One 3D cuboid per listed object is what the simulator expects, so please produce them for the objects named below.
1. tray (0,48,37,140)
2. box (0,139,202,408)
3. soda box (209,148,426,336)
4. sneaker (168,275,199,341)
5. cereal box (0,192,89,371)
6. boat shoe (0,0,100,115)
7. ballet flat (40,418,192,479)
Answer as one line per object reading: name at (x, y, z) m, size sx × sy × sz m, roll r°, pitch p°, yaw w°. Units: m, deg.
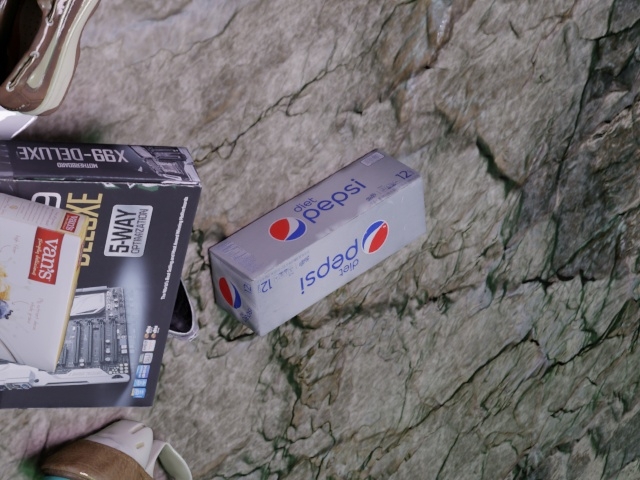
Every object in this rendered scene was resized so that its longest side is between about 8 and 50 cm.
tray at (-0.382, -0.173, 1.730) m, size 0.145 × 0.030 × 0.270 m, roll -43°, pitch 141°, yaw -18°
box at (-0.274, 0.040, 1.865) m, size 0.243 × 0.076 × 0.307 m, roll 2°, pitch 126°, yaw -21°
soda box at (0.000, 0.000, 2.225) m, size 0.286 × 0.091 × 0.098 m, roll -32°, pitch 136°, yaw -28°
sneaker at (-0.207, 0.013, 1.987) m, size 0.105 × 0.115 × 0.281 m, roll -48°, pitch 142°, yaw -10°
cereal box at (-0.358, 0.024, 1.742) m, size 0.047 × 0.240 × 0.173 m, roll -77°, pitch -178°, yaw -57°
boat shoe at (-0.268, -0.247, 1.723) m, size 0.095 × 0.095 × 0.257 m, roll 6°, pitch 100°, yaw -53°
ballet flat at (-0.228, 0.296, 2.194) m, size 0.342 × 0.116 × 0.124 m, roll 48°, pitch 59°, yaw -52°
